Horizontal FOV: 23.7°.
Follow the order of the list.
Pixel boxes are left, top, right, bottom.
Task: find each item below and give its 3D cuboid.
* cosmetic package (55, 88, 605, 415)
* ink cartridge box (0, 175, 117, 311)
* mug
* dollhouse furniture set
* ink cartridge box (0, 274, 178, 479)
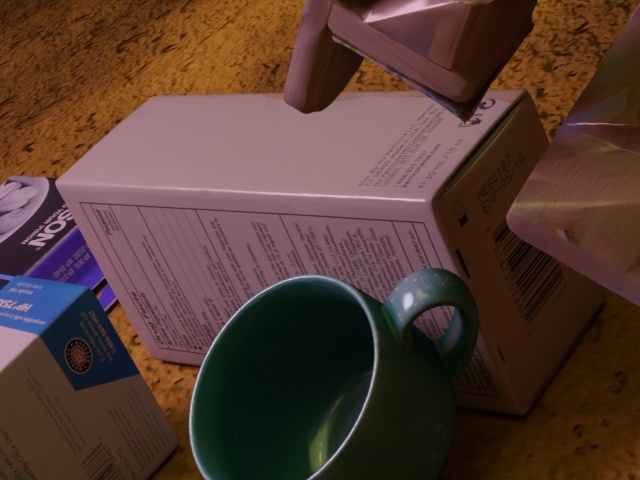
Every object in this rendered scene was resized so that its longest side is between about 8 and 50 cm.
[{"bbox_3d":[0.000,0.000,0.945,0.309,0.160,0.113,6,42,42],"label":"cosmetic package"},{"bbox_3d":[-0.237,0.027,1.201,0.208,0.045,0.206,5,41,40],"label":"ink cartridge box"},{"bbox_3d":[0.019,0.092,0.817,0.158,0.097,0.129,-11,58,39],"label":"mug"},{"bbox_3d":[0.224,-0.097,0.795,0.362,0.256,0.394,30,57,9],"label":"dollhouse furniture set"},{"bbox_3d":[-0.204,0.144,0.896,0.078,0.134,0.231,7,43,43],"label":"ink cartridge box"}]
